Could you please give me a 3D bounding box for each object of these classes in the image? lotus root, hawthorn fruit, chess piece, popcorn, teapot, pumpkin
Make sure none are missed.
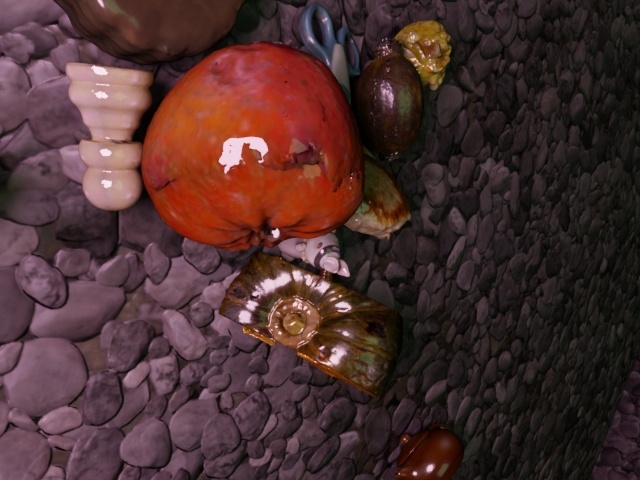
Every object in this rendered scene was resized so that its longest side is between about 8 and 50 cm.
[{"bbox_3d":[0.118,-0.240,0.850,0.120,0.120,0.210,-21,116,-36],"label":"lotus root"},{"bbox_3d":[-0.073,-0.138,0.632,0.276,0.275,0.308,27,56,-41],"label":"hawthorn fruit"},{"bbox_3d":[-0.246,-0.119,0.585,0.094,0.094,0.171,-8,108,-39],"label":"chess piece"},{"bbox_3d":[0.178,-0.336,0.889,0.106,0.116,0.121,9,129,-37],"label":"popcorn"},{"bbox_3d":[0.247,0.489,1.134,0.252,0.135,0.178,-19,147,-56],"label":"teapot"},{"bbox_3d":[-0.001,0.139,0.816,0.139,0.280,0.190,-62,164,-12],"label":"pumpkin"}]

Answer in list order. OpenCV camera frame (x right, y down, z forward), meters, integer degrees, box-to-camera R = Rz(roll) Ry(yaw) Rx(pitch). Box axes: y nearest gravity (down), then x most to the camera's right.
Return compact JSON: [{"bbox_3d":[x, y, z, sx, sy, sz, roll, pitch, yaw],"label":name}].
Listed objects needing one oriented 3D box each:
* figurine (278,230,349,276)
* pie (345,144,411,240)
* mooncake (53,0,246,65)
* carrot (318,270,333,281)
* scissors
[{"bbox_3d":[-0.008,-0.003,0.778,0.081,0.146,0.098,-6,103,-39],"label":"figurine"},{"bbox_3d":[0.064,-0.093,0.812,0.178,0.205,0.084,32,121,-29],"label":"pie"},{"bbox_3d":[-0.198,-0.319,0.561,0.228,0.124,0.229,-6,99,-43],"label":"mooncake"},{"bbox_3d":[0.005,0.118,0.887,0.048,0.048,0.217,-2,97,-41],"label":"carrot"},{"bbox_3d":[0.023,-0.229,0.763,0.138,0.041,0.289,17,63,-45],"label":"scissors"}]
